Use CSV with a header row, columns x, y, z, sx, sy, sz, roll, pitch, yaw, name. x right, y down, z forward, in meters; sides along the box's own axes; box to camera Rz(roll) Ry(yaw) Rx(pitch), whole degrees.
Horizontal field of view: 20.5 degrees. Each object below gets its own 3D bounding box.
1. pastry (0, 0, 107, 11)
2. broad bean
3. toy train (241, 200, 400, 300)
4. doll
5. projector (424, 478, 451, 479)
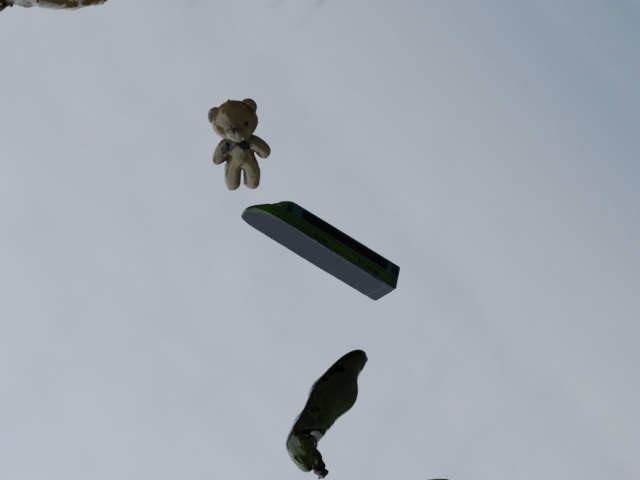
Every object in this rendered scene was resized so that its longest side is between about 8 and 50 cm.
x,y,z,sx,sy,sz,roll,pitch,yaw,name
-0.365,-0.404,2.271,0.330,0.136,0.329,14,-149,-9,pastry
0.004,0.201,2.060,0.195,0.061,0.046,-68,-17,-45,broad bean
0.000,0.000,2.107,0.209,0.044,0.042,32,-129,-21,toy train
-0.083,-0.100,1.835,0.051,0.061,0.093,-100,2,-46,doll
0.097,0.394,1.940,0.257,0.079,0.259,0,-129,-41,projector
